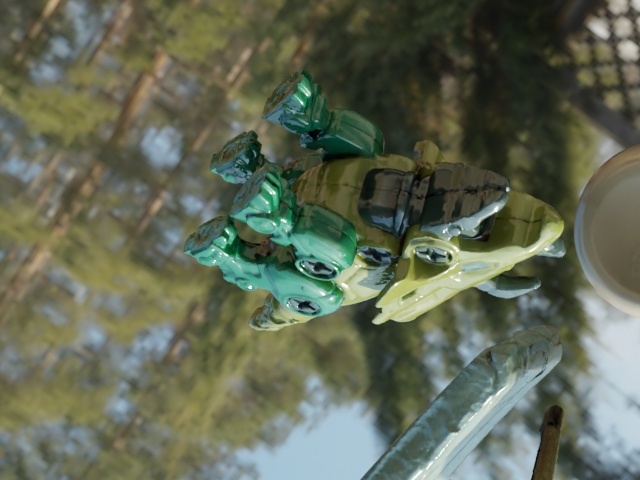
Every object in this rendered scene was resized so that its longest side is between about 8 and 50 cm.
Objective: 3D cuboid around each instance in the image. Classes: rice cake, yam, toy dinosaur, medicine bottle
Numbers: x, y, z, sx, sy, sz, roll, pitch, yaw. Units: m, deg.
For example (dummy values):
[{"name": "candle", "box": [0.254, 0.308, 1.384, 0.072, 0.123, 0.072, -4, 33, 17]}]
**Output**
[{"name": "rice cake", "box": [0.088, 0.140, 1.171, 0.038, 0.211, 0.124, 46, -156, 15]}, {"name": "yam", "box": [0.125, 0.129, 0.935, 0.014, 0.014, 0.107, 33, -141, -8]}, {"name": "toy dinosaur", "box": [0.000, 0.000, 0.865, 0.153, 0.094, 0.259, 31, 150, -23]}, {"name": "medicine bottle", "box": [0.263, -0.018, 1.116, 0.114, 0.114, 0.252, 40, -156, 19]}]
